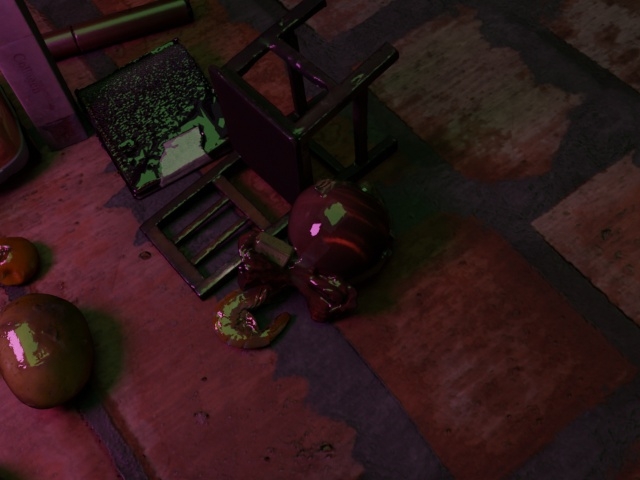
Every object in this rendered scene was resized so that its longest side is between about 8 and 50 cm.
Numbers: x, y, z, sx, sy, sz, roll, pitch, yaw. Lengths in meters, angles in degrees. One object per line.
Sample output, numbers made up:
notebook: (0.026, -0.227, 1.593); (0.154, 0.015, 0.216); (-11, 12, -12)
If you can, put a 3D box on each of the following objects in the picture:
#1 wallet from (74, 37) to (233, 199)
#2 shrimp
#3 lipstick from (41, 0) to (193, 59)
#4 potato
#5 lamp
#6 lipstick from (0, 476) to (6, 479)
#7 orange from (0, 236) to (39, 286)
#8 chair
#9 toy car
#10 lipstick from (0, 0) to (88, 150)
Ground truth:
wallet: (-0.287, -0.221, 1.362); (0.221, 0.071, 0.262); (-29, 66, -12)
shrimp: (-0.082, 0.101, 1.150); (0.162, 0.045, 0.095); (-27, 58, -17)
lipstick: (-0.421, -0.402, 1.492); (0.357, 0.057, 0.057); (-18, 58, -4)
potato: (-0.397, 0.151, 1.109); (0.137, 0.137, 0.176); (-34, 63, -14)
lamp: (0.005, -0.007, 1.130); (0.215, 0.151, 0.223); (28, 53, -7)
lipstick: (-0.512, 0.401, 0.995); (0.077, 0.079, 0.253); (27, 66, 21)
orange: (-0.491, 0.028, 1.232); (0.086, 0.062, 0.086); (-2, 57, 2)
chair: (-0.092, -0.144, 1.187); (0.416, 0.240, 0.203); (-39, 64, -17)
toy car: (-0.620, -0.215, 1.307); (0.180, 0.212, 0.270); (-30, 60, -12)
lipstick: (-0.477, -0.296, 1.246); (0.076, 0.371, 0.079); (-20, 59, -7)
